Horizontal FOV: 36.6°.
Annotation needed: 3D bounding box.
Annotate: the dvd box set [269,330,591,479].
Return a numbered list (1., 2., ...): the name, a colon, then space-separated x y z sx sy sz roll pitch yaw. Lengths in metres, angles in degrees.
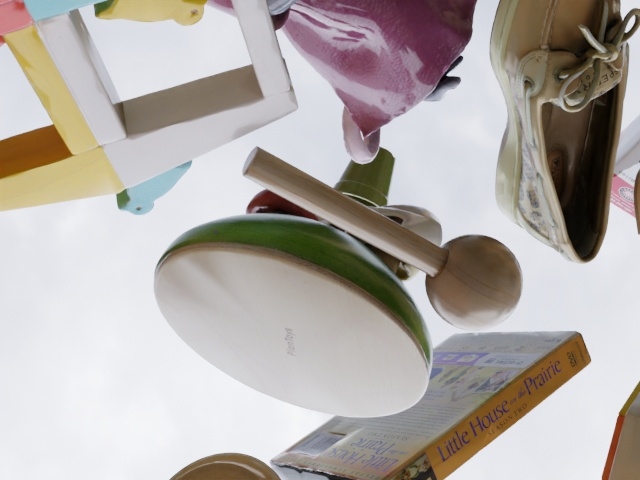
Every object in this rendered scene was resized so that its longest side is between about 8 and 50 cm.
1. dvd box set: 0.163 0.261 1.462 0.420 0.062 0.307 -29 -171 -31

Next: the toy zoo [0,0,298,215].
1. toy zoo: -0.122 -0.104 0.395 0.192 0.293 0.030 -17 -129 0

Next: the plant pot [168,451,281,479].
1. plant pot: -0.146 0.404 1.326 0.236 0.236 0.032 -40 -156 -25

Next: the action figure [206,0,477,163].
1. action figure: -0.046 -0.245 0.794 0.370 0.276 0.248 7 -122 -30

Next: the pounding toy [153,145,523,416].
1. pounding toy: 0.007 0.010 0.603 0.183 0.237 0.110 30 -124 -10

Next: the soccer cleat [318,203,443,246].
1. soccer cleat: 0.000 0.000 0.768 0.196 0.076 0.068 -7 -94 27

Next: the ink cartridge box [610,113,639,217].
1. ink cartridge box: 0.590 -0.129 1.465 0.226 0.306 0.131 33 -116 3

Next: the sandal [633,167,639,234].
1. sandal: 0.413 0.022 1.085 0.079 0.240 0.088 3 -140 36

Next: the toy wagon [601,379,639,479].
1. toy wagon: 0.379 0.278 1.033 0.068 0.344 0.267 15 -135 38

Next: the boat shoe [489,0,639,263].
1. boat shoe: 0.193 -0.104 0.731 0.104 0.285 0.089 -27 -131 -13

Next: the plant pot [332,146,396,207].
1. plant pot: 0.057 -0.073 1.188 0.083 0.083 0.079 14 -110 18
